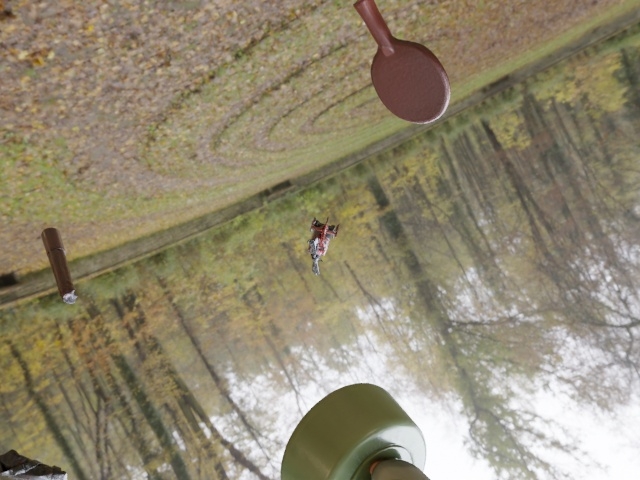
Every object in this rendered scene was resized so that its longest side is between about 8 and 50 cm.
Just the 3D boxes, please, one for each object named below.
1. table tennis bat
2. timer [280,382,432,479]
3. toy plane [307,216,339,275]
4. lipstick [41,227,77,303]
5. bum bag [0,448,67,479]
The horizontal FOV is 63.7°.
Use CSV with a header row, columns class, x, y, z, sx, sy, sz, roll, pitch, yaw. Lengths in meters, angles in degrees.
class,x,y,z,sx,sy,sz,roll,pitch,yaw
table tennis bat,0.084,-0.195,0.565,0.019,0.154,0.098,-47,-157,-29
timer,0.122,0.459,0.933,0.291,0.290,0.315,-28,-151,-24
toy plane,0.000,0.000,0.705,0.145,0.037,0.060,109,-2,-70
lipstick,-0.361,0.031,0.710,0.027,0.027,0.176,-27,-140,-18
bum bag,-0.494,0.397,0.886,0.057,0.125,0.034,-53,-160,18
